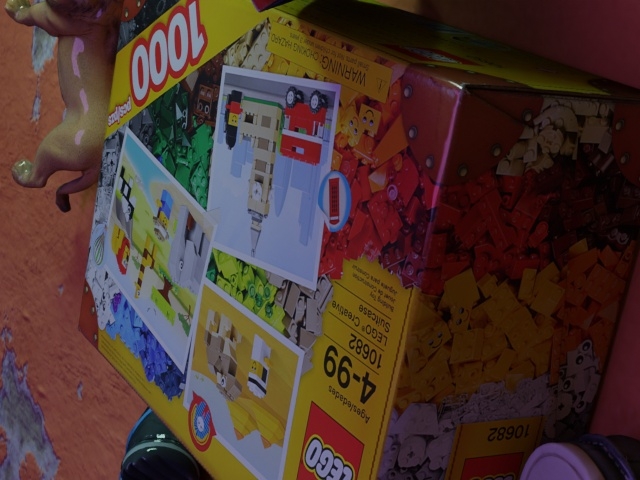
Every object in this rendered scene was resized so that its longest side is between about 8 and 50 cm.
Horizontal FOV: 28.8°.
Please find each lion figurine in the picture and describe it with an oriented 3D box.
[{"bbox_3d":[-0.293,-0.207,1.552,0.240,0.142,0.392,16,117,49],"label":"lion figurine"}]

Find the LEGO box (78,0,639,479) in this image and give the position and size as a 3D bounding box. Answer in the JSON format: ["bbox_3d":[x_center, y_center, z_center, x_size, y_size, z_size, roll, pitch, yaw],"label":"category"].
[{"bbox_3d":[0.000,0.000,1.010,0.500,0.193,0.372,33,117,53],"label":"LEGO box"}]

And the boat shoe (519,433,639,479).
[{"bbox_3d":[0.164,0.282,0.851,0.112,0.095,0.335,49,131,54],"label":"boat shoe"}]

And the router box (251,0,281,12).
[{"bbox_3d":[-0.060,-0.321,0.888,0.082,0.335,0.301,-29,99,13],"label":"router box"}]

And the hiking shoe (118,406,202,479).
[{"bbox_3d":[-0.181,0.294,1.404,0.132,0.113,0.304,-80,10,-48],"label":"hiking shoe"}]
